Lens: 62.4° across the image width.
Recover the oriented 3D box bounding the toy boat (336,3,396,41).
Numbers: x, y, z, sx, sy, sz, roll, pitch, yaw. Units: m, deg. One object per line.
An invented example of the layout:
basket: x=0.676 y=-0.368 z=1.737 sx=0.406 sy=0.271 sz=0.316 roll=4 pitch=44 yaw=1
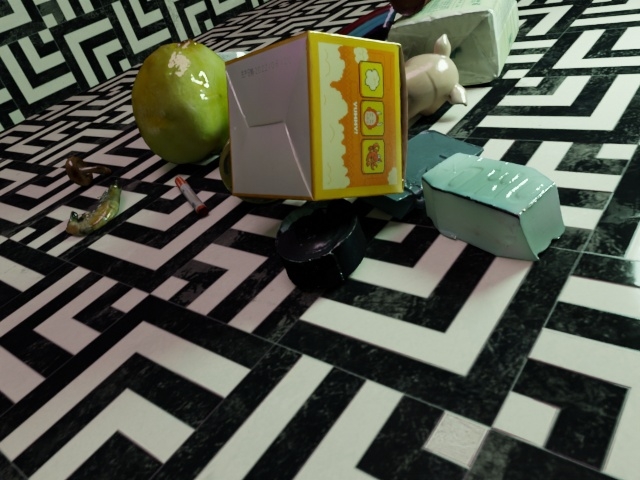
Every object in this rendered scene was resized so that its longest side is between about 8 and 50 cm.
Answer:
toy boat: x=0.088 y=-0.548 z=1.552 sx=0.392 sy=0.136 sz=0.079 roll=-26 pitch=47 yaw=51

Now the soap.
soap: x=0.280 y=-0.064 z=0.865 sx=0.145 sy=0.091 sz=0.231 roll=-35 pitch=35 yaw=-25

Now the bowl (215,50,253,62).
bowl: x=-0.303 y=-0.493 z=1.697 sx=0.287 sy=0.143 sz=0.287 roll=-8 pitch=4 yaw=1

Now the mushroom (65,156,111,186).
mushroom: x=-0.696 y=-0.200 z=1.581 sx=0.130 sy=0.072 sz=0.088 roll=8 pitch=41 yaw=-35

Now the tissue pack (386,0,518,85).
tissue pack: x=0.381 y=-0.589 z=1.493 sx=0.298 sy=0.207 sz=0.380 roll=2 pitch=38 yaw=29

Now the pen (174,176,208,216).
pen: x=-0.317 y=-0.110 z=1.288 sx=0.028 sy=0.028 sz=0.239 roll=-28 pitch=34 yaw=-15

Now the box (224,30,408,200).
box: x=-0.014 y=-0.208 z=0.956 sx=0.214 sy=0.259 sz=0.284 roll=-9 pitch=11 yaw=-35

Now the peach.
peach: x=-0.365 y=-0.379 z=1.468 sx=0.315 sy=0.315 sz=0.282 roll=4 pitch=23 yaw=41

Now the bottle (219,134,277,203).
bottle: x=-0.136 y=-0.243 z=1.264 sx=0.172 sy=0.171 sz=0.351 roll=-14 pitch=33 yaw=7

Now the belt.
belt: x=0.000 y=0.000 z=0.918 sx=0.151 sy=0.078 sz=0.198 roll=-12 pitch=33 yaw=15

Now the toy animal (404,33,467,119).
toy animal: x=0.215 y=-0.370 z=1.292 sx=0.250 sy=0.166 sz=0.154 roll=-21 pitch=23 yaw=15

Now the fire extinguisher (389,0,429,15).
fire extinguisher: x=0.284 y=-0.711 z=1.455 sx=0.147 sy=0.106 sz=0.337 roll=-27 pitch=18 yaw=47

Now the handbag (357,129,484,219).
handbag: x=0.192 y=-0.133 z=1.038 sx=0.229 sy=0.062 sz=0.179 roll=-31 pitch=34 yaw=-19

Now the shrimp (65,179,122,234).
shrimp: x=-0.584 y=-0.083 z=1.367 sx=0.150 sy=0.051 sz=0.217 roll=-20 pitch=35 yaw=11
